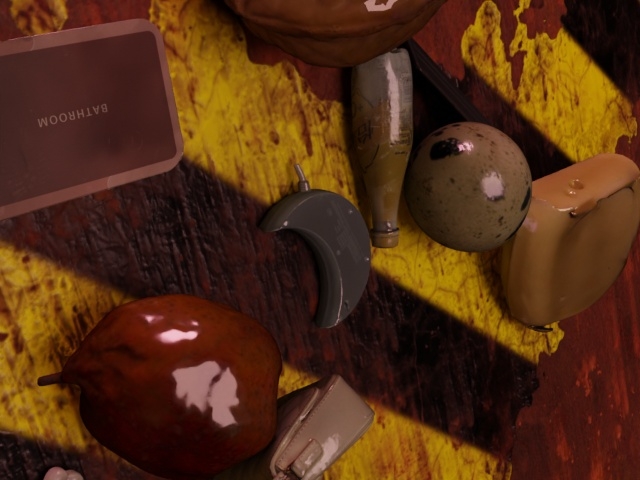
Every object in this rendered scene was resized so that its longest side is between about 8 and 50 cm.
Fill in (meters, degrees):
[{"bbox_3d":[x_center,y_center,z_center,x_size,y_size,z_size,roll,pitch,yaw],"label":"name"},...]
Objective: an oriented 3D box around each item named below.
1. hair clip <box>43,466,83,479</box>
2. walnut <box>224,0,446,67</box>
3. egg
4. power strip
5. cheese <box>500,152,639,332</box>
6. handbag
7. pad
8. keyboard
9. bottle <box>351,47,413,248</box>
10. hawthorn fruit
[{"bbox_3d":[-0.278,0.368,1.035,0.140,0.054,0.220,30,72,-35],"label":"hair clip"},{"bbox_3d":[0.027,-0.353,1.053,0.344,0.306,0.306,-46,124,-24],"label":"walnut"},{"bbox_3d":[0.212,-0.067,1.344,0.177,0.177,0.228,-63,148,-17],"label":"egg"},{"bbox_3d":[0.000,0.000,1.241,0.137,0.044,0.216,-45,124,-30],"label":"power strip"},{"bbox_3d":[0.393,0.017,1.524,0.260,0.128,0.315,-21,133,-21],"label":"cheese"},{"bbox_3d":[-0.064,0.259,1.095,0.079,0.256,0.219,48,61,-2],"label":"handbag"},{"bbox_3d":[-0.263,-0.132,1.004,0.266,0.002,0.176,-22,111,-39],"label":"pad"},{"bbox_3d":[0.241,-0.178,1.420,0.381,0.041,0.103,31,32,-36],"label":"keyboard"},{"bbox_3d":[0.083,-0.122,1.279,0.083,0.083,0.269,-13,108,-42],"label":"bottle"},{"bbox_3d":[-0.171,0.155,1.008,0.248,0.208,0.208,9,90,-31],"label":"hawthorn fruit"}]
